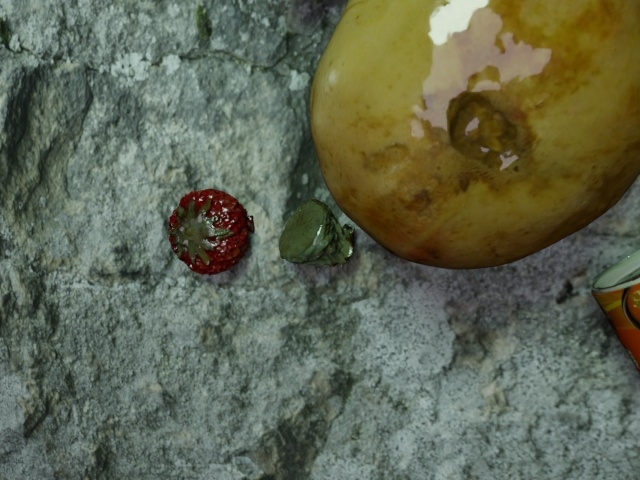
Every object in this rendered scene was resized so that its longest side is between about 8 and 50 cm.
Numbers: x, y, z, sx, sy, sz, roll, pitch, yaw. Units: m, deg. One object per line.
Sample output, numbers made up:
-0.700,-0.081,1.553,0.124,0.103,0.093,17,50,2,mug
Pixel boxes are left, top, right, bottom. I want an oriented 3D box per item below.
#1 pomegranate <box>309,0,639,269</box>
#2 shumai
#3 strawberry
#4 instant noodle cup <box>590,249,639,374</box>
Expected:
0.156,-0.144,0.456,0.338,0.338,0.338,3,100,19,pomegranate
0.001,-0.001,0.641,0.087,0.124,0.099,26,87,-26,shumai
-0.182,-0.013,0.696,0.145,0.086,0.145,3,100,17,strawberry
0.406,0.078,0.446,0.213,0.213,0.174,-37,76,21,instant noodle cup
